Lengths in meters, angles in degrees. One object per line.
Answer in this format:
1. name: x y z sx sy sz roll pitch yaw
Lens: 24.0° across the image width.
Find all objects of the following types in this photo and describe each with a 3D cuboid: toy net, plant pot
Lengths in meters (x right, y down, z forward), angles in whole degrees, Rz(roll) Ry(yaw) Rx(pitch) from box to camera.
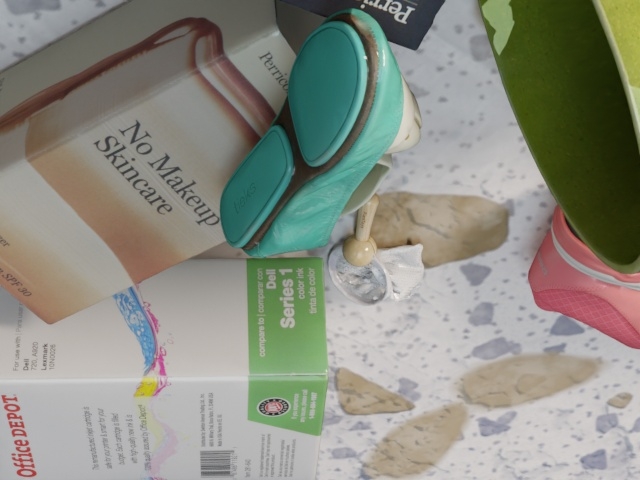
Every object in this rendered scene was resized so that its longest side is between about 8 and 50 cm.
1. toy net: 0.000 0.000 1.217 0.122 0.045 0.232 -27 130 21
2. plant pot: 0.281 -0.157 0.960 0.293 0.275 0.275 -21 134 -5

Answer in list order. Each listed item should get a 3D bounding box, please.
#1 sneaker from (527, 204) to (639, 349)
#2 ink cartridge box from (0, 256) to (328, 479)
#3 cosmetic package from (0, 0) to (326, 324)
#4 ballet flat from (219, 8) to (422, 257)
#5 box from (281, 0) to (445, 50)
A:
1. sneaker: 0.319 0.042 1.254 0.313 0.116 0.136 17 141 -10
2. ink cartridge box: -0.137 0.111 1.243 0.278 0.117 0.201 0 147 -4
3. cosmetic package: -0.118 -0.076 1.077 0.296 0.129 0.153 -26 130 20
4. ballet flat: 0.012 -0.066 0.932 0.087 0.083 0.247 -5 156 -25
5. box: -0.029 -0.320 0.811 0.343 0.179 0.312 18 130 -20
